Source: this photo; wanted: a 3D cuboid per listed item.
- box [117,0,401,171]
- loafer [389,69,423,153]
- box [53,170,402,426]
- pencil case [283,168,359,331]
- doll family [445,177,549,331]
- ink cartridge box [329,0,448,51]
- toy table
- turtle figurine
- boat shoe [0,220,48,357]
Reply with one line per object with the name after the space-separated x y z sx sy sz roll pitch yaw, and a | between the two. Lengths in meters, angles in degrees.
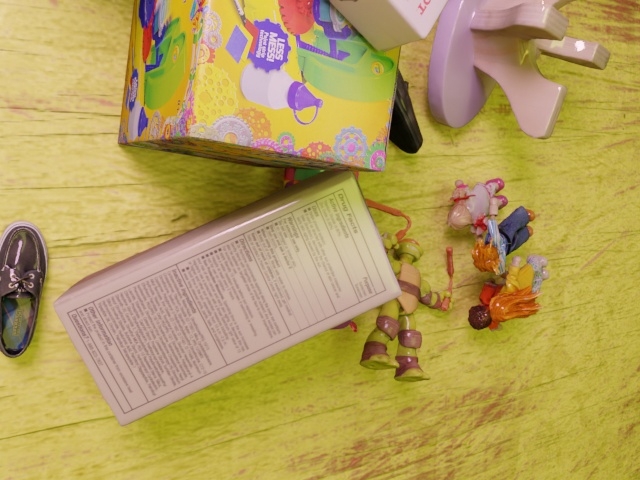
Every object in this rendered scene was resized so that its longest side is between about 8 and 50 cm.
-0.065 -0.223 0.541 0.177 0.279 0.289 6 94 -31 | box
0.102 -0.199 0.770 0.061 0.062 0.170 -42 117 -23 | loafer
-0.089 0.048 0.598 0.311 0.121 0.147 -23 102 -5 | box
0.000 0.000 0.717 0.105 0.104 0.236 -5 100 -29 | pencil case
0.278 0.028 0.849 0.163 0.118 0.262 -30 110 -41 | doll family
0.037 -0.228 0.399 0.150 0.063 0.109 36 79 -29 | ink cartridge box
0.272 -0.273 0.755 0.252 0.161 0.274 -17 124 -43 | toy table
0.106 0.075 0.789 0.269 0.087 0.217 40 54 -45 | turtle figurine
-0.308 0.051 0.580 0.049 0.040 0.142 4 96 -30 | boat shoe
